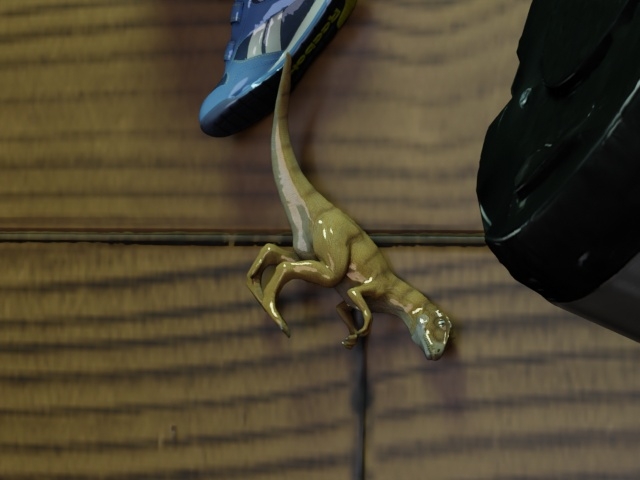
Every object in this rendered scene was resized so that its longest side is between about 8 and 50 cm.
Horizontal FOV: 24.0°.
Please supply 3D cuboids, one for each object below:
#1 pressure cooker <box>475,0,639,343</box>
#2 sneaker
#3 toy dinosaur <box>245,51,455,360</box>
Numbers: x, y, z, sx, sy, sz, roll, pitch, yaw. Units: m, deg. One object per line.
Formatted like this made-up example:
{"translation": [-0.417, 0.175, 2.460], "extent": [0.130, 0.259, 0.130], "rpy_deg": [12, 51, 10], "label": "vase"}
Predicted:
{"translation": [0.327, -0.073, 0.686], "extent": [0.420, 0.370, 0.375], "rpy_deg": [25, 53, -6], "label": "pressure cooker"}
{"translation": [-0.036, -0.131, 0.984], "extent": [0.059, 0.053, 0.144], "rpy_deg": [39, 89, 14], "label": "sneaker"}
{"translation": [0.000, 0.000, 0.969], "extent": [0.112, 0.064, 0.211], "rpy_deg": [-38, 87, -3], "label": "toy dinosaur"}
